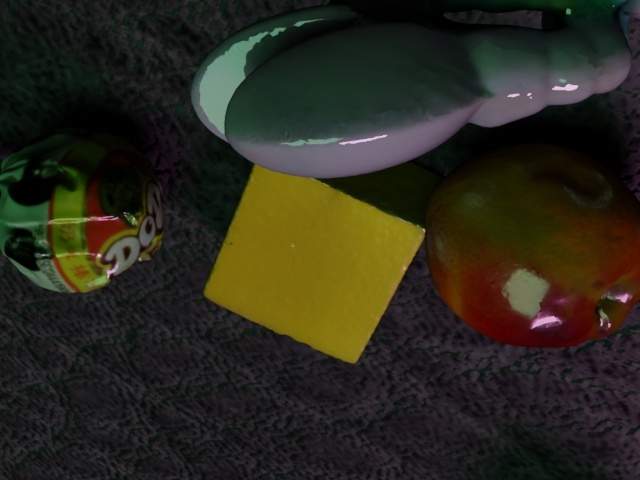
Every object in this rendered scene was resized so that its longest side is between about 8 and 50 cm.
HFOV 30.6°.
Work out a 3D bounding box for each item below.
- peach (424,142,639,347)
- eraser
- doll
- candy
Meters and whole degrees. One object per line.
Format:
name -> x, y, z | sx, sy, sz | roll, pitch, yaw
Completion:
peach -> 0.100, 0.001, 0.548 | 0.101, 0.100, 0.100 | 13, 136, 12
eraser -> 0.000, 0.000, 0.624 | 0.097, 0.045, 0.122 | 26, 137, -1
doll -> 0.052, -0.129, 0.404 | 0.258, 0.153, 0.195 | -11, 116, 10
candy -> -0.225, -0.033, 0.676 | 0.306, 0.091, 0.083 | 10, 138, 25
